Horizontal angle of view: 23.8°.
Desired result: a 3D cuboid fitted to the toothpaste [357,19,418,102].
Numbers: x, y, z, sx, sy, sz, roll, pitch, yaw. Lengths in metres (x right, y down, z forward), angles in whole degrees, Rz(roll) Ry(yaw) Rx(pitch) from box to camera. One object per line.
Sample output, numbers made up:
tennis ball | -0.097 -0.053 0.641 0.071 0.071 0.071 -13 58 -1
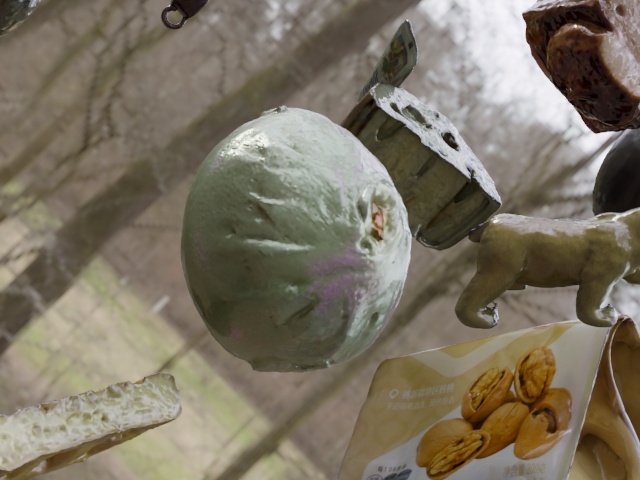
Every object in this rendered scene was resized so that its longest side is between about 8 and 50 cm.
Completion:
toothpaste | 0.090 -0.221 2.072 0.255 0.037 0.067 129 -46 -68

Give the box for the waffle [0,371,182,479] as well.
waffle | -0.284 0.205 1.556 0.274 0.168 0.057 -11 76 -52

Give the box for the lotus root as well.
lotus root | 0.119 -0.103 1.999 0.235 0.119 0.138 40 27 -19

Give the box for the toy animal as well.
toy animal | 0.230 0.012 1.360 0.103 0.218 0.101 -72 159 -63

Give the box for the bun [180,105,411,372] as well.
bun | 0.000 0.000 1.635 0.293 0.293 0.187 49 -28 -22

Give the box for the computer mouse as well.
computer mouse | 0.486 -0.128 1.973 0.116 0.323 0.183 48 16 -24

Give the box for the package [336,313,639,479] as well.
package | 0.187 0.215 1.493 0.311 0.221 0.165 -17 -50 43

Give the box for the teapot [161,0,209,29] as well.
teapot | -0.151 -0.289 1.762 0.045 0.100 0.068 40 -7 -14

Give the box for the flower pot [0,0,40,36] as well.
flower pot | -0.465 -0.406 1.981 0.302 0.302 0.213 48 29 -15

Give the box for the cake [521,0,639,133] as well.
cake | 0.375 -0.240 1.809 0.196 0.293 0.199 55 -20 -13
